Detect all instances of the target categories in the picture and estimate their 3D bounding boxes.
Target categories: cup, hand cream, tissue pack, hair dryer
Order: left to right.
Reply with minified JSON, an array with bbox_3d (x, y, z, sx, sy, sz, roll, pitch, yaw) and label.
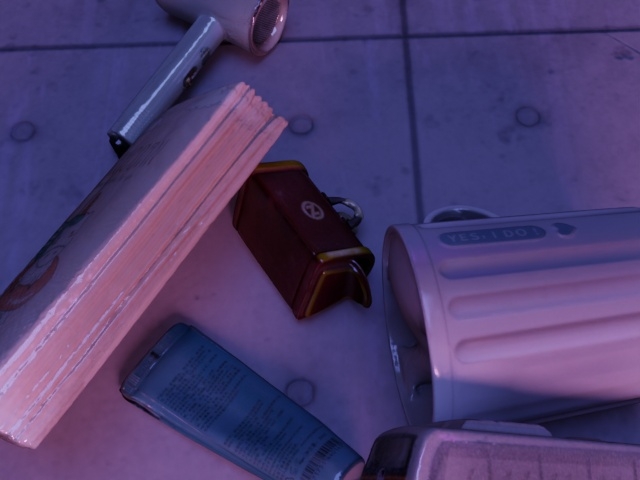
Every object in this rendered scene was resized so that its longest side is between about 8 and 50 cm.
[{"bbox_3d":[-0.173,0.011,0.693,0.071,0.170,0.325,45,64,-22],"label":"tissue pack"},{"bbox_3d":[-0.146,-0.180,0.861,0.131,0.073,0.236,26,74,18],"label":"hair dryer"},{"bbox_3d":[-0.056,0.146,0.681,0.224,0.048,0.083,29,65,24],"label":"hand cream"},{"bbox_3d":[0.154,0.036,0.662,0.202,0.167,0.221,-7,63,-5],"label":"cup"}]

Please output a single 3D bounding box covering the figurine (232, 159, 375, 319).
[{"bbox_3d":[0.001,0.000,0.747,0.098,0.082,0.154,-21,60,-35],"label":"figurine"}]

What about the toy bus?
[{"bbox_3d":[0.155,0.177,0.565,0.268,0.092,0.106,9,73,-21],"label":"toy bus"}]
